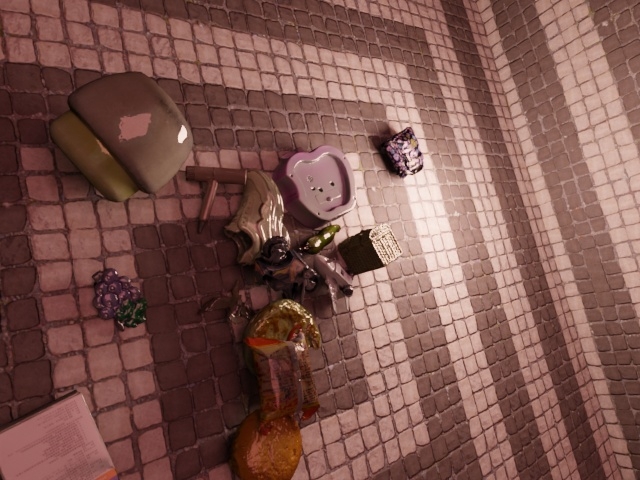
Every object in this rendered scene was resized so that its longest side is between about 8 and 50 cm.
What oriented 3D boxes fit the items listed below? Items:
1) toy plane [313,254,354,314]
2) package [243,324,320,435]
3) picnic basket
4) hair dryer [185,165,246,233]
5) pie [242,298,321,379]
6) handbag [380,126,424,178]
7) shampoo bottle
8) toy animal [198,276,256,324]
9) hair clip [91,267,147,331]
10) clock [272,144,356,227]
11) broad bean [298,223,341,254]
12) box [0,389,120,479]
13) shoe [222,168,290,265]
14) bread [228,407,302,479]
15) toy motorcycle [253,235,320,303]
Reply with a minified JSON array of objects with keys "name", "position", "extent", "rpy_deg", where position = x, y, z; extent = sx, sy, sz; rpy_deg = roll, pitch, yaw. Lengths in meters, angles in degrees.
[{"name":"toy plane","position":[0.057,0.133,1.638],"extent":[0.255,0.101,0.251],"rpy_deg":[55,29,-35]},{"name":"package","position":[-0.110,0.408,1.350],"extent":[0.223,0.108,0.288],"rpy_deg":[-4,71,-40]},{"name":"picnic basket","position":[0.188,0.030,1.745],"extent":[0.134,0.196,0.154],"rpy_deg":[-29,93,-38]},{"name":"hair dryer","position":[-0.342,-0.132,1.466],"extent":[0.195,0.053,0.220],"rpy_deg":[2,82,-8]},{"name":"pie","position":[-0.123,0.335,1.472],"extent":[0.302,0.067,0.302],"rpy_deg":[-2,93,-40]},{"name":"handbag","position":[0.391,-0.398,2.070],"extent":[0.207,0.127,0.229],"rpy_deg":[57,44,-7]},{"name":"shampoo bottle","position":[-0.528,-0.286,1.234],"extent":[0.317,0.322,0.322],"rpy_deg":[-39,101,-16]},{"name":"toy animal","position":[-0.259,0.192,1.433],"extent":[0.219,0.095,0.155],"rpy_deg":[24,74,-31]},{"name":"hair clip","position":[-0.568,0.168,1.257],"extent":[0.124,0.052,0.195],"rpy_deg":[-45,112,-26]},{"name":"clock","position":[-0.011,-0.222,1.738],"extent":[0.339,0.102,0.338],"rpy_deg":[12,69,-33]},{"name":"broad bean","position":[0.000,0.000,1.656],"extent":[0.061,0.077,0.339],"rpy_deg":[30,25,11]},{"name":"box","position":[-0.617,0.539,1.062],"extent":[0.200,0.106,0.299],"rpy_deg":[-24,92,-38]},{"name":"shoe","position":[-0.232,-0.072,1.511],"extent":[0.211,0.132,0.342],"rpy_deg":[-11,86,-40]},{"name":"bread","position":[-0.163,0.619,1.344],"extent":[0.240,0.139,0.240],"rpy_deg":[12,69,-34]},{"name":"toy motorcycle","position":[-0.121,0.109,1.487],"extent":[0.173,0.108,0.307],"rpy_deg":[-39,132,0]}]
